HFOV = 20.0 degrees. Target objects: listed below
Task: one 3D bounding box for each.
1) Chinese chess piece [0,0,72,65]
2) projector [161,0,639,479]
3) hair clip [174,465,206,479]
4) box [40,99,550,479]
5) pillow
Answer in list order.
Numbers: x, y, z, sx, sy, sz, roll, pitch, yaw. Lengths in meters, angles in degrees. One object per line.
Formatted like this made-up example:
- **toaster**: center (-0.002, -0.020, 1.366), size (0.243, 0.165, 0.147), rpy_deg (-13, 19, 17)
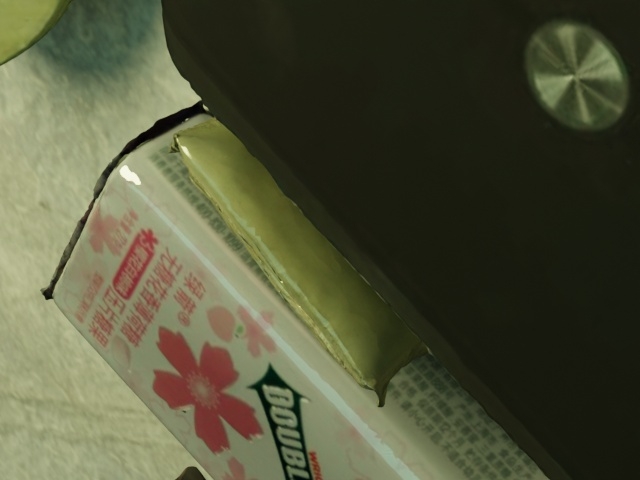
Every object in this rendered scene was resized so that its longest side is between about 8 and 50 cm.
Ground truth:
- **Chinese chess piece**: center (-0.266, -0.221, 1.163), size (0.250, 0.101, 0.250), rpy_deg (0, 128, 0)
- **projector**: center (0.174, -0.116, 0.794), size (0.395, 0.242, 0.405), rpy_deg (46, 140, 7)
- **hair clip**: center (-0.098, 0.266, 1.416), size (0.085, 0.101, 0.331), rpy_deg (42, 139, 10)
- **box**: center (-0.022, 0.096, 1.217), size (0.369, 0.112, 0.190), rpy_deg (44, 137, 12)
- **pillow**: center (0.000, 0.000, 1.126), size (0.053, 0.119, 0.208), rpy_deg (-42, 85, 32)
